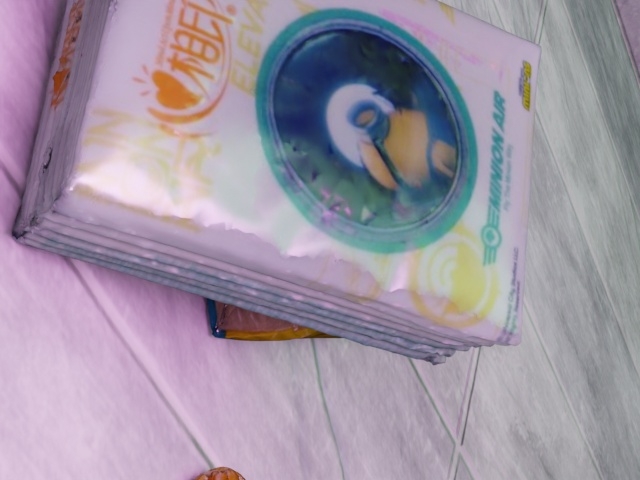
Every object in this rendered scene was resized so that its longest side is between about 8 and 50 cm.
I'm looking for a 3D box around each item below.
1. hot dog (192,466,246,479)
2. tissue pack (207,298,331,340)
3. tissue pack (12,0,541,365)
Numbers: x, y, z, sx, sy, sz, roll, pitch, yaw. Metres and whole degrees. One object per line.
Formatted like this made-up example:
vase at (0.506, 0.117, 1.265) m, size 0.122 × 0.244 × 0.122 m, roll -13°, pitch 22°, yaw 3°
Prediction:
hot dog at (-0.058, 0.314, 1.104) m, size 0.102 × 0.076 × 0.249 m, roll -10°, pitch 89°, yaw -68°
tissue pack at (0.000, 0.000, 1.267) m, size 0.271 × 0.134 × 0.192 m, roll 4°, pitch 77°, yaw -64°
tissue pack at (-0.019, -0.083, 1.033) m, size 0.388 × 0.162 × 0.287 m, roll 19°, pitch 64°, yaw -24°
